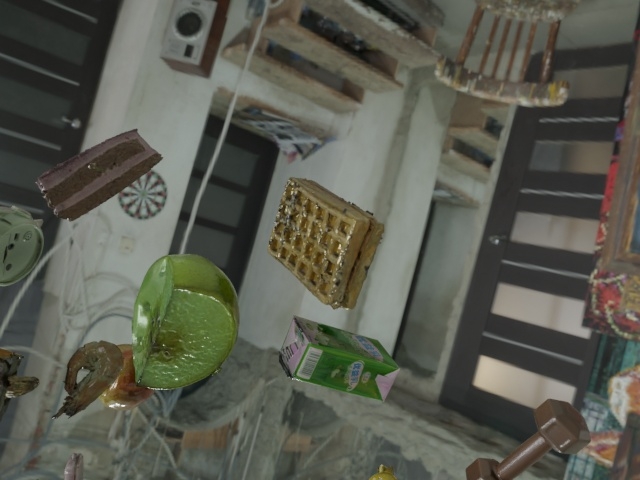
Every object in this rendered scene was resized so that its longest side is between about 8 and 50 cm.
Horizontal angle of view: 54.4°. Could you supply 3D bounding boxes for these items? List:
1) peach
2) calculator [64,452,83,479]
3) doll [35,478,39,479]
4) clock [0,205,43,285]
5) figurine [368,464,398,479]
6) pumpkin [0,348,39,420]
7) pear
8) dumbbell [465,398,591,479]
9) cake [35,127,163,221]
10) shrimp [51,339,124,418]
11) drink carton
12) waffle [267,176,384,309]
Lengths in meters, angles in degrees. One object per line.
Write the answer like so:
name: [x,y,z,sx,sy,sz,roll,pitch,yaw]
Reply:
peach: [-0.528,0.370,1.702,0.184,0.184,0.184,15,178,1]
calculator: [-0.583,0.589,1.474,0.032,0.175,0.100,1,-176,-12]
doll: [-0.784,0.686,1.669,0.040,0.058,0.085,-26,-176,40]
clock: [-0.986,0.022,1.937,0.108,0.265,0.324,23,-161,16]
figurine: [0.185,0.783,1.868,0.127,0.234,0.185,24,148,13]
pumpkin: [-0.662,0.302,1.153,0.242,0.232,0.325,11,171,-16]
pear: [-0.350,0.174,1.622,0.238,0.343,0.318,13,-152,-27]
dumbbell: [0.344,0.361,1.045,0.092,0.231,0.082,47,-155,16]
cake: [-0.489,-0.140,1.364,0.112,0.116,0.295,-24,-166,37]
shrimp: [-0.470,0.277,1.239,0.099,0.180,0.041,40,151,-8]
drink carton: [0.039,0.291,1.543,0.271,0.108,0.161,20,-168,-22]
waffle: [0.000,0.000,1.692,0.114,0.261,0.376,5,-161,-35]
